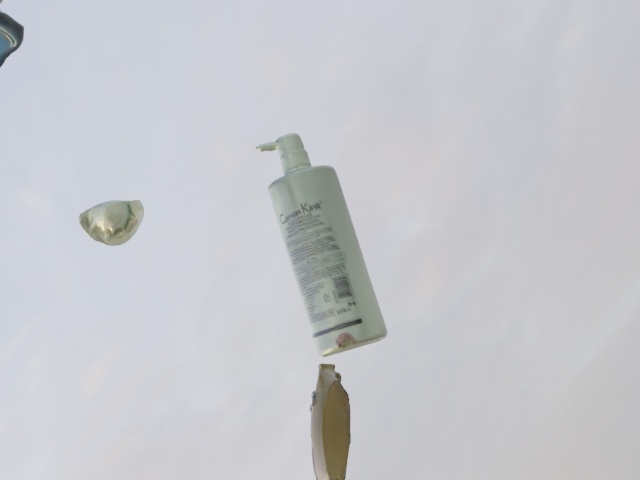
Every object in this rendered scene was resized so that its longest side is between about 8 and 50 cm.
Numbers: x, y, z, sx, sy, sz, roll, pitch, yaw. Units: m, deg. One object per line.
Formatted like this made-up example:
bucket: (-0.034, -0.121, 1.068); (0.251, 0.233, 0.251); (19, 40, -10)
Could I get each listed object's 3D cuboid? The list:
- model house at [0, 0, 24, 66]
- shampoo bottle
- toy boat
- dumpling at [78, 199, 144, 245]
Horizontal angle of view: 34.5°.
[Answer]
model house: (-0.612, -0.342, 1.537); (0.215, 0.303, 0.237); (-49, -47, 10)
shampoo bottle: (0.000, 0.000, 1.200); (0.085, 0.262, 0.085); (-17, -8, -3)
toy boat: (0.009, 0.224, 1.252); (0.047, 0.049, 0.149); (3, -98, -24)
dumpling: (-0.265, -0.022, 1.313); (0.077, 0.059, 0.043); (-14, -10, -40)
